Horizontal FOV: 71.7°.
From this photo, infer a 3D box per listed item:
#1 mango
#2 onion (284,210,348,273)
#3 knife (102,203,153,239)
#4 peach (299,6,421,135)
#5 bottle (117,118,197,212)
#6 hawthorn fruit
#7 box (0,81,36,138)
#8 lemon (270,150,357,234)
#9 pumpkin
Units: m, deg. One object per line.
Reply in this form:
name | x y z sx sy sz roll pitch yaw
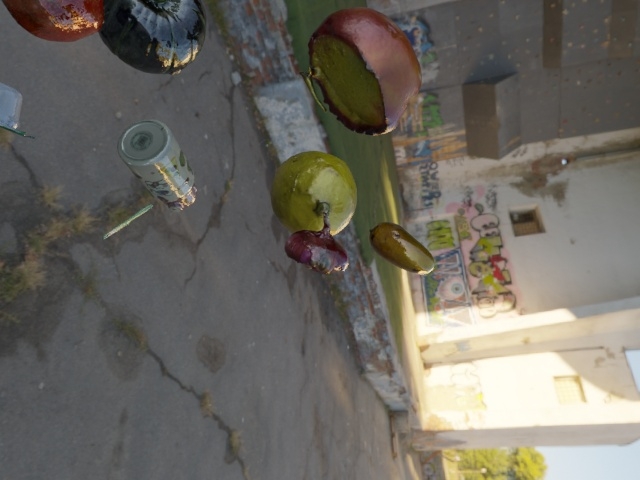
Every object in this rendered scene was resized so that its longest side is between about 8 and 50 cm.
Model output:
mango | 0.197 0.019 1.094 0.178 0.090 0.115 42 22 28
onion | 0.000 0.000 0.986 0.150 0.150 0.140 -16 124 -75
knife | -0.683 -0.068 1.574 0.014 0.207 0.030 49 -21 6
peach | 0.155 -0.562 1.472 0.406 0.335 0.310 50 59 -5
bottle | -0.357 -0.156 1.022 0.253 0.120 0.120 83 5 -66
hawthorn fruit | -0.597 -0.558 1.023 0.253 0.205 0.205 -18 100 -83
box | -0.879 -0.371 1.103 0.264 0.336 0.106 24 88 -52
lemon | -0.020 -0.131 1.266 0.260 0.260 0.284 66 6 -47
pumpkin | -0.497 -0.653 1.303 0.323 0.241 0.323 8 75 -33
